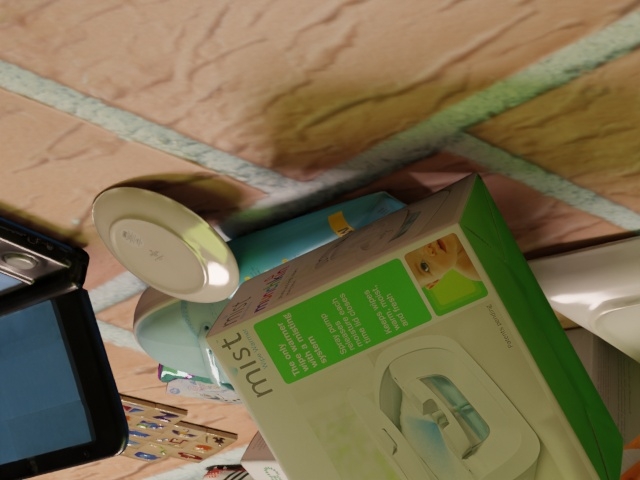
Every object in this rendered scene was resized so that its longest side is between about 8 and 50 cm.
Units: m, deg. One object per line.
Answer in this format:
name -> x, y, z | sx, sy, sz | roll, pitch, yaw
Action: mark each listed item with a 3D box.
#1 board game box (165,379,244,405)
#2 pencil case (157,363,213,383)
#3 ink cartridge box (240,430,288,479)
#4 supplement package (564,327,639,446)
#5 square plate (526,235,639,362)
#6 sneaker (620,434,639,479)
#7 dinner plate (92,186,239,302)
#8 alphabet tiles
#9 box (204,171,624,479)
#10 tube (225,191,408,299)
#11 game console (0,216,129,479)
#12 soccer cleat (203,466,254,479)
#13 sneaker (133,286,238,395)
board game box -> -0.112, 0.144, 1.928 | 0.090, 0.020, 0.090 | 9, 156, -7
pencil case -> -0.079, 0.115, 1.800 | 0.151, 0.064, 0.070 | 9, 140, -5
ink cartridge box -> 0.124, 0.321, 2.035 | 0.330, 0.071, 0.324 | -7, 131, 42
supplement package -> 0.261, 0.226, 1.828 | 0.177, 0.175, 0.293 | -13, 150, 35
square plate -> 0.397, 0.071, 1.604 | 0.344, 0.049, 0.347 | -13, 150, 36
sneaker -> 0.324, 0.194, 1.647 | 0.215, 0.084, 0.083 | -34, 138, -2
dinner plate -> -0.134, 0.009, 1.568 | 0.141, 0.017, 0.141 | 21, 145, 16
alphabet tiles -> -0.225, 0.214, 2.129 | 0.237, 0.009, 0.198 | 16, 154, -21
box -> 0.078, 0.118, 1.466 | 0.231, 0.127, 0.262 | -25, 103, 19
tube -> 0.000, 0.000, 1.551 | 0.207, 0.052, 0.080 | -20, 154, 37
game console -> -0.343, 0.102, 1.703 | 0.250, 0.173, 0.293 | 25, 150, -36
soccer cleat -> -0.107, 0.292, 2.239 | 0.083, 0.036, 0.029 | -8, 153, 28
sneaker -> -0.018, 0.117, 1.631 | 0.366, 0.150, 0.135 | 4, 137, 24
